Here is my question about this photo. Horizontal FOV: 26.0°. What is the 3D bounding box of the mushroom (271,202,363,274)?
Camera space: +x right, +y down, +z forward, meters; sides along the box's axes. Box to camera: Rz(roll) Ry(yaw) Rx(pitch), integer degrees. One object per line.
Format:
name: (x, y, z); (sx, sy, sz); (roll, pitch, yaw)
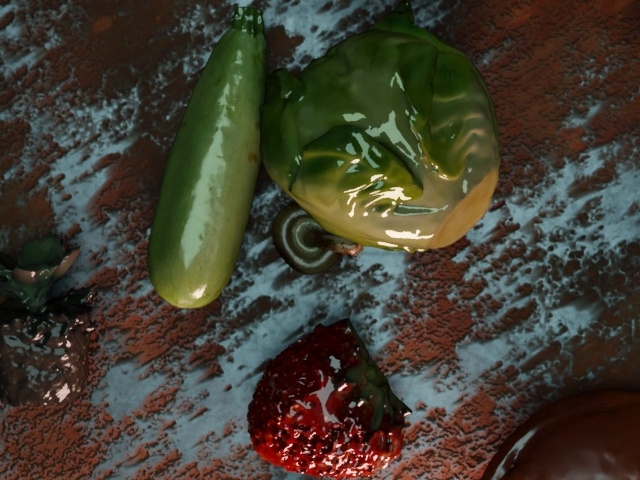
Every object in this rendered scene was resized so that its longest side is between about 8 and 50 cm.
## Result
mushroom: (0.004, 0.002, 1.693); (0.129, 0.073, 0.088); (16, 84, 33)

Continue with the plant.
plant: (-0.344, 0.097, 1.689); (0.142, 0.131, 0.203); (5, 105, 3)

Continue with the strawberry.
strawberry: (-0.002, 0.206, 1.669); (0.201, 0.187, 0.184); (-29, 58, 19)

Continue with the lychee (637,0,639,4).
lychee: (0.478, -0.345, 1.575); (0.271, 0.271, 0.271); (0, 95, 2)

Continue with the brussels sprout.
brussels sprout: (0.072, -0.124, 1.602); (0.294, 0.227, 0.259); (43, 83, 9)

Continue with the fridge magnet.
fridge magnet: (0.355, 0.358, 1.662); (0.364, 0.155, 0.363); (0, 89, -3)

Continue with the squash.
squash: (-0.128, -0.099, 1.676); (0.118, 0.118, 0.370); (13, 91, 1)
